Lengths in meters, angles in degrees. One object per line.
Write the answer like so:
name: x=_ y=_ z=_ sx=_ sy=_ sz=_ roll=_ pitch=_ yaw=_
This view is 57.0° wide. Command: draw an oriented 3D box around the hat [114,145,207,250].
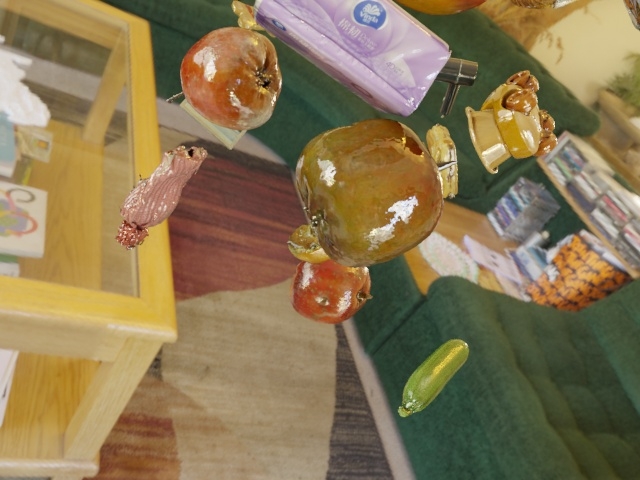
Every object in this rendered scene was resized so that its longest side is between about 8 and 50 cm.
hat: x=-0.371 y=-0.102 z=1.319 sx=0.107 sy=0.286 sz=0.237 roll=40 pitch=12 yaw=2

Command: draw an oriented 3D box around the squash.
squash: x=0.350 y=0.417 z=1.827 sx=0.101 sy=0.101 sz=0.378 roll=44 pitch=49 yaw=13

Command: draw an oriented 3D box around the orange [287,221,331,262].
orange: x=0.000 y=0.000 z=1.583 sx=0.112 sy=0.170 sz=0.160 roll=52 pitch=57 yaw=-25

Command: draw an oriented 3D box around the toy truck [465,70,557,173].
toy truck: x=0.556 y=-0.340 z=1.721 sx=0.204 sy=0.211 sz=0.288 roll=55 pitch=31 yaw=-24

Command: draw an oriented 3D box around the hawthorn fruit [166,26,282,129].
hawthorn fruit: x=-0.212 y=-0.385 z=1.366 sx=0.263 sy=0.235 sz=0.231 roll=31 pitch=-3 yaw=2

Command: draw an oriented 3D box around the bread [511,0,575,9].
bread: x=0.410 y=-0.498 z=1.074 sx=0.241 sy=0.107 sz=0.136 roll=-96 pitch=170 yaw=-68

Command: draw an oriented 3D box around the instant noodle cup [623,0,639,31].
instant noodle cup: x=0.820 y=-0.626 z=1.444 sx=0.208 sy=0.125 sz=0.178 roll=20 pitch=50 yaw=-61

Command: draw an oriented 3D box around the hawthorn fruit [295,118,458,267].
hawthorn fruit: x=0.114 y=-0.096 z=1.106 sx=0.301 sy=0.268 sz=0.268 roll=-18 pitch=50 yaw=-6

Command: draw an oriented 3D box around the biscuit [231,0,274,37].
biscuit: x=-0.186 y=-0.745 z=1.985 sx=0.234 sy=0.030 sz=0.153 roll=-3 pitch=60 yaw=-39

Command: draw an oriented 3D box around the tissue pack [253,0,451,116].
tissue pack: x=0.048 y=-0.387 z=1.088 sx=0.338 sy=0.160 sz=0.242 roll=33 pitch=7 yaw=-14

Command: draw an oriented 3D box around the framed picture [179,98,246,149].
framed picture: x=-0.311 y=-0.401 z=1.824 sx=0.203 sy=0.150 sz=0.015 roll=41 pitch=-14 yaw=-15

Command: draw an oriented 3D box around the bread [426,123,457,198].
bread: x=0.439 y=-0.285 z=2.160 sx=0.099 sy=0.235 sz=0.210 roll=-9 pitch=31 yaw=7

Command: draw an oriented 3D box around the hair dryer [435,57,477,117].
hair dryer: x=0.389 y=-0.457 z=1.796 sx=0.124 sy=0.219 sz=0.071 roll=10 pitch=55 yaw=4

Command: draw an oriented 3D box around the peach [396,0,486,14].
peach: x=0.152 y=-0.445 z=0.774 sx=0.281 sy=0.281 sz=0.238 roll=35 pitch=46 yaw=-1

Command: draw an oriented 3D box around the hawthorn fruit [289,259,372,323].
hawthorn fruit: x=0.039 y=0.146 z=1.941 sx=0.299 sy=0.275 sz=0.275 roll=17 pitch=23 yaw=27
